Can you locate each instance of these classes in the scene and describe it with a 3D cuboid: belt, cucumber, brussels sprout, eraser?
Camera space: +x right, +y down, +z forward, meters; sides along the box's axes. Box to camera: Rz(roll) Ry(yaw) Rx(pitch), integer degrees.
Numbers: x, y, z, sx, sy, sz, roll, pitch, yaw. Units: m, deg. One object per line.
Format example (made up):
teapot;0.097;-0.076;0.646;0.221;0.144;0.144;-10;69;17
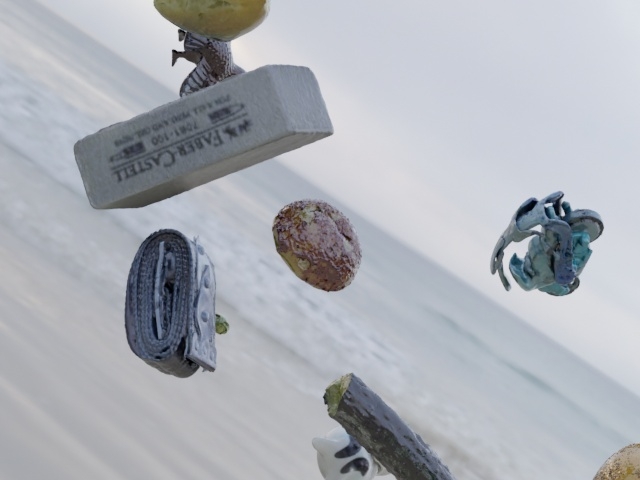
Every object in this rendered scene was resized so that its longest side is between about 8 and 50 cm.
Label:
belt;-0.221;0.101;1.814;0.122;0.218;0.128;-8;-23;17
cucumber;0.127;0.319;1.762;0.303;0.072;0.081;45;-22;-12
brussels sprout;-0.219;0.167;2.294;0.046;0.083;0.051;83;-11;-62
eraser;-0.164;-0.145;1.660;0.077;0.352;0.111;52;18;-74

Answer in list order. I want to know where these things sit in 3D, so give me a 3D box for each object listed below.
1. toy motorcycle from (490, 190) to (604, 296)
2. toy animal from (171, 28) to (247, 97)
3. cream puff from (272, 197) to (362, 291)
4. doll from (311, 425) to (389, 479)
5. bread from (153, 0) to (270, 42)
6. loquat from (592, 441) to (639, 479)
toy motorcycle;0.461;0.022;2.432;0.206;0.260;0.154;4;47;-9
toy animal;-0.208;-0.357;2.350;0.179;0.218;0.116;25;-27;-24
cream puff;0.000;0.000;1.679;0.149;0.084;0.149;36;29;-24
doll;0.065;0.351;1.969;0.181;0.107;0.110;-6;74;-63
bread;-0.201;-0.546;2.201;0.239;0.264;0.395;9;35;-9
loquat;0.467;0.379;1.589;0.235;0.235;0.235;34;2;-1
